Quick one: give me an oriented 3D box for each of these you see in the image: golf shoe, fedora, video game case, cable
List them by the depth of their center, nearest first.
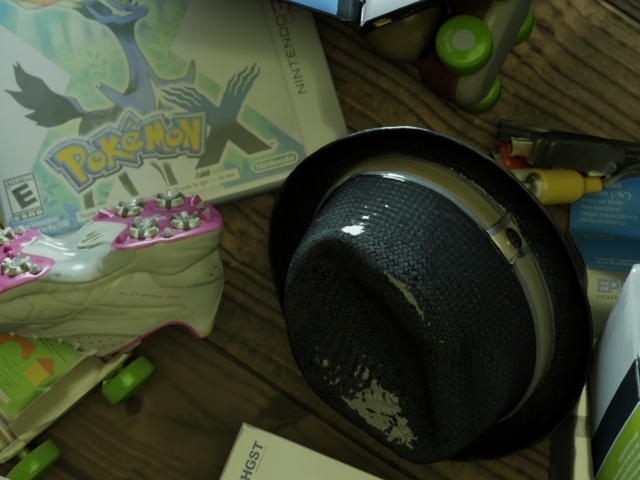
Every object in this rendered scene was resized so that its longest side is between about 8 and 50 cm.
[{"bbox_3d":[0.070,0.074,1.354,0.334,0.152,0.334,11,117,23],"label":"fedora"},{"bbox_3d":[-0.229,0.054,1.361,0.306,0.115,0.140,-11,119,-6],"label":"golf shoe"},{"bbox_3d":[-0.164,-0.165,1.445,0.329,0.036,0.300,-16,81,-5],"label":"video game case"},{"bbox_3d":[0.279,-0.064,1.487,0.287,0.139,0.072,6,107,-19],"label":"cable"}]

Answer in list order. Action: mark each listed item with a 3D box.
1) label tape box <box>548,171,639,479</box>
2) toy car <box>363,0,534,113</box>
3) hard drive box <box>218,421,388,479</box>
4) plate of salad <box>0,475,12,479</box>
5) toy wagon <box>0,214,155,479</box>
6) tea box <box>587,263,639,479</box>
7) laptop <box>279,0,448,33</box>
[{"bbox_3d":[0.349,0.092,1.453,0.241,0.106,0.333,4,83,-1],"label":"label tape box"},{"bbox_3d":[0.096,-0.223,1.471,0.188,0.155,0.149,24,83,14],"label":"toy car"},{"bbox_3d":[0.001,0.293,1.428,0.232,0.089,0.181,21,83,1],"label":"hard drive box"},{"bbox_3d":[-0.319,0.310,1.418,0.200,0.048,0.200,1,101,5],"label":"plate of salad"},{"bbox_3d":[-0.274,0.054,1.461,0.344,0.068,0.267,-41,86,-7],"label":"toy wagon"},{"bbox_3d":[0.400,0.205,1.235,0.329,0.220,0.323,0,65,-1],"label":"tea box"},{"bbox_3d":[0.038,-0.409,1.366,0.408,0.236,0.382,-16,51,33],"label":"laptop"}]
